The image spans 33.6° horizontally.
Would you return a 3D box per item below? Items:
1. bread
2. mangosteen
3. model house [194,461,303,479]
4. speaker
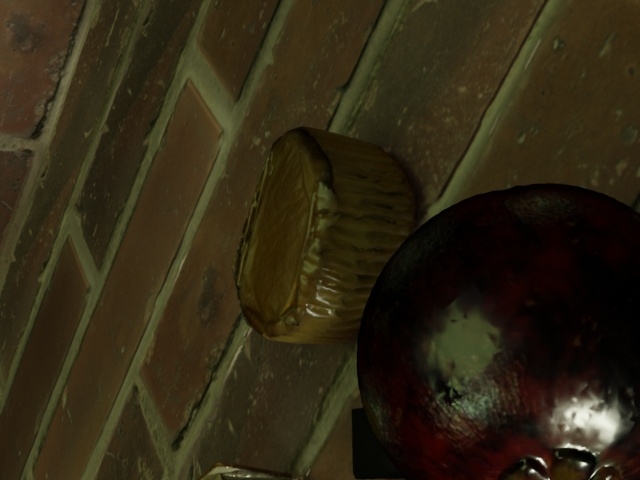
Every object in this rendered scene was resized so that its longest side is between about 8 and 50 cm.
[{"bbox_3d":[0.000,0.000,1.264,0.227,0.143,0.253,45,123,50],"label":"bread"},{"bbox_3d":[0.174,0.088,0.859,0.311,0.311,0.311,-18,68,54],"label":"mangosteen"},{"bbox_3d":[-0.108,0.431,1.329,0.326,0.169,0.244,-68,28,17],"label":"model house"},{"bbox_3d":[0.113,0.213,1.126,0.218,0.044,0.082,-17,69,54],"label":"speaker"}]
